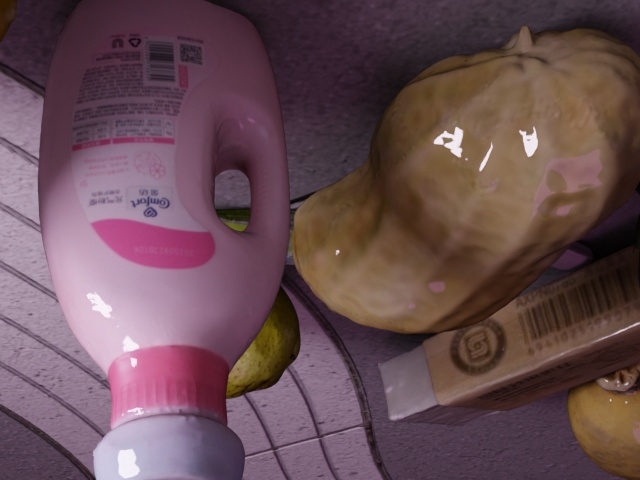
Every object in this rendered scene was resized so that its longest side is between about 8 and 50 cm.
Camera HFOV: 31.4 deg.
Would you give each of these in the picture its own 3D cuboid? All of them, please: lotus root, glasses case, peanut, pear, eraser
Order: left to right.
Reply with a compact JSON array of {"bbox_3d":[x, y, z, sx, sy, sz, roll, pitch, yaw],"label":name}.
[{"bbox_3d":[-0.084,0.069,1.028,0.141,0.141,0.104,-2,123,-5],"label":"pear"},{"bbox_3d":[0.109,-0.028,0.849,0.174,0.158,0.340,7,141,-28],"label":"peanut"},{"bbox_3d":[0.232,0.104,1.159,0.343,0.078,0.144,-28,153,33],"label":"eraser"},{"bbox_3d":[0.223,0.011,1.072,0.083,0.021,0.032,18,140,-35],"label":"glasses case"},{"bbox_3d":[0.366,0.207,1.314,0.146,0.131,0.303,-17,147,16],"label":"lotus root"}]

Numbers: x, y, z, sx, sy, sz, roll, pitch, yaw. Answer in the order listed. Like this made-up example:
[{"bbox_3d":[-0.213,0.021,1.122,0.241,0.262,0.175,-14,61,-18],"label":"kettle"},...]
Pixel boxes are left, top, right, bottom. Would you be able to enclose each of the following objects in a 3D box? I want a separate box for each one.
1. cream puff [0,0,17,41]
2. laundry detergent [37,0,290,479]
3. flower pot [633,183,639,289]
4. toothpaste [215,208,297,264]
[{"bbox_3d":[-0.317,-0.138,0.571,0.274,0.270,0.323,22,156,22],"label":"cream puff"},{"bbox_3d":[-0.092,-0.002,0.694,0.158,0.335,0.088,4,148,-16],"label":"laundry detergent"},{"bbox_3d":[0.376,-0.020,0.863,0.301,0.213,0.302,-5,149,-3],"label":"flower pot"},{"bbox_3d":[0.000,0.000,0.998,0.247,0.047,0.078,2,147,-9],"label":"toothpaste"}]
